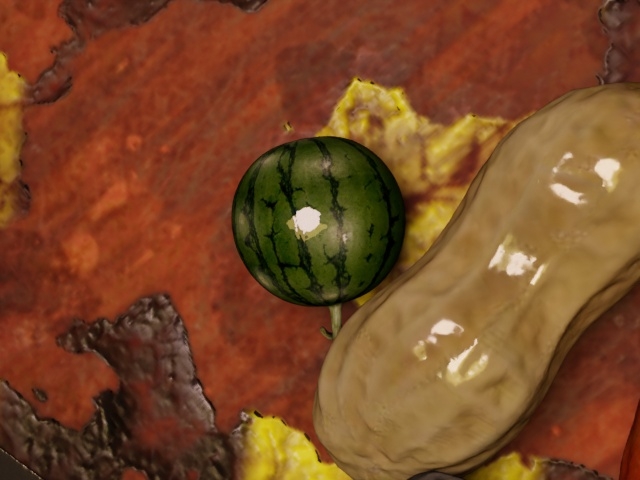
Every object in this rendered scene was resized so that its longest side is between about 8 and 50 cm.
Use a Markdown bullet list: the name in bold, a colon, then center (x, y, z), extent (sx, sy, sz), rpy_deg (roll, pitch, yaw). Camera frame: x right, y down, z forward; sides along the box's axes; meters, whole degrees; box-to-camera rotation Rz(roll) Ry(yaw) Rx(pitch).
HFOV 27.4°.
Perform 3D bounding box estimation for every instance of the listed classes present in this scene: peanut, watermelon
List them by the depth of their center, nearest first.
- **peanut**: center (0.094, 0.027, 0.694), extent (0.111, 0.125, 0.274), rpy_deg (37, 104, 3)
- **watermelon**: center (0.000, -0.006, 0.735), extent (0.109, 0.109, 0.109), rpy_deg (1, 93, 17)

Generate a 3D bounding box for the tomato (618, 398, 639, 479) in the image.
- **tomato**: center (0.264, 0.127, 0.667), extent (0.237, 0.095, 0.236), rpy_deg (1, 93, 16)

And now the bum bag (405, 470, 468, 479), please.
- **bum bag**: center (0.007, 0.210, 0.741), extent (0.248, 0.060, 0.123), rpy_deg (-38, 126, 17)

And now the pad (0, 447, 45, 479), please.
- **pad**: center (-0.252, 0.198, 0.871), extent (0.112, 0.003, 0.157), rpy_deg (33, 101, 13)
